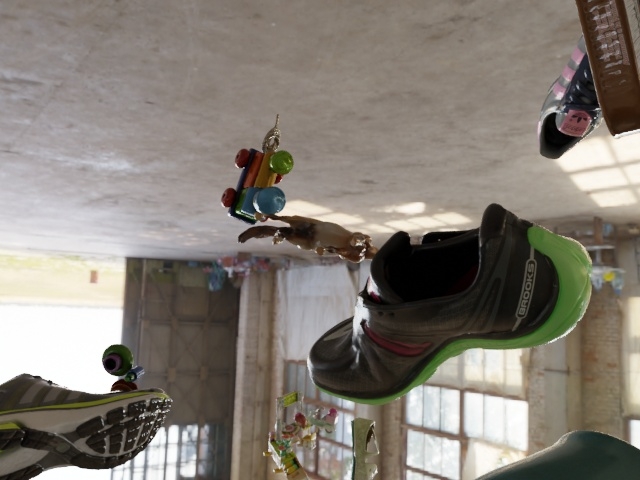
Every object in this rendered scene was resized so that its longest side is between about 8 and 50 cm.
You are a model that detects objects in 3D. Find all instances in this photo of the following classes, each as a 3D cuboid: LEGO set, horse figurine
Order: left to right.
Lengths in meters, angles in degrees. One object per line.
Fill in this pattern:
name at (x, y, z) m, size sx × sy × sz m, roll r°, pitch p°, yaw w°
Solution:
LEGO set at (-0.056, 0.398, 1.248) m, size 0.132 × 0.107 × 0.287 m, roll 2°, pitch -175°, yaw 15°
horse figurine at (0.000, 0.000, 0.960) m, size 0.263 × 0.066 × 0.174 m, roll 13°, pitch -178°, yaw 26°

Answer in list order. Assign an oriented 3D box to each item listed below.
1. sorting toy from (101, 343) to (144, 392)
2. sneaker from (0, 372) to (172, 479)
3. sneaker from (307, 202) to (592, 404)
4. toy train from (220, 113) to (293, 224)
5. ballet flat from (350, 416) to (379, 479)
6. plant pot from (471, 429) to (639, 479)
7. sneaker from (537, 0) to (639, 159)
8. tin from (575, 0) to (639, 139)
sorting toy at (-0.300, 0.207, 0.885) m, size 0.061 × 0.102 × 0.042 m, roll -17°, pitch -179°, yaw 9°
sneaker at (-0.318, 0.211, 0.724) m, size 0.299 × 0.111 × 0.121 m, roll 10°, pitch -158°, yaw -50°
sneaker at (0.127, 0.085, 0.829) m, size 0.202 × 0.185 × 0.482 m, roll 37°, pitch 134°, yaw -16°
toy train at (-0.100, -0.157, 1.183) m, size 0.105 × 0.248 × 0.143 m, roll 23°, pitch 169°, yaw -27°
ballet flat at (0.079, 0.393, 1.064) m, size 0.052 × 0.168 × 0.057 m, roll 0°, pitch 133°, yaw 4°
plant pot at (0.224, 0.325, 0.542) m, size 0.255 × 0.272 × 0.271 m, roll -31°, pitch -173°, yaw -23°
sneaker at (0.412, -0.228, 0.881) m, size 0.112 × 0.131 × 0.319 m, roll 21°, pitch 164°, yaw 11°
tin at (0.249, -0.181, 0.502) m, size 0.040 × 0.190 × 0.106 m, roll -8°, pitch -162°, yaw 41°
